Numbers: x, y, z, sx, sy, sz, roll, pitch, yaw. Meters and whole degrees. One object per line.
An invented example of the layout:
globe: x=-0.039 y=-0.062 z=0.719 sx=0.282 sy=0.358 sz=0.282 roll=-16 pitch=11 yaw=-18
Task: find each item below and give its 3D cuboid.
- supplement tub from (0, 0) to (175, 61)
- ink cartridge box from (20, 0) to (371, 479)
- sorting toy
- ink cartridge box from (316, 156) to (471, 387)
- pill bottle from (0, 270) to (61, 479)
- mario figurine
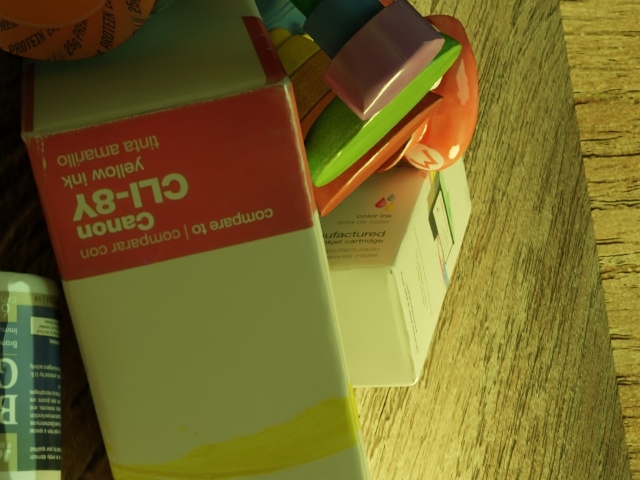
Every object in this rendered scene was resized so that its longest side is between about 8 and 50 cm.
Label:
supplement tub: x=-0.137 y=-0.264 z=1.168 sx=0.316 sy=0.193 sz=0.193 roll=-74 pitch=154 yaw=-46
ink cartridge box: x=-0.075 y=0.053 z=1.208 sx=0.279 sy=0.160 sz=0.385 roll=-114 pitch=-168 yaw=-68
sorting toy: x=0.004 y=-0.116 z=1.190 sx=0.126 sy=0.127 sz=0.365 roll=47 pitch=-4 yaw=5
ink cartridge box: x=0.000 y=0.000 z=1.529 sx=0.278 sy=0.201 sz=0.117 roll=-66 pitch=149 yaw=-56
pill bottle: x=-0.195 y=0.106 z=1.058 sx=0.094 sy=0.094 sz=0.169 roll=22 pitch=65 yaw=-71
mario figurine: x=-0.015 y=-0.158 z=1.423 sx=0.320 sy=0.170 sz=0.198 roll=41 pitch=18 yaw=-14
